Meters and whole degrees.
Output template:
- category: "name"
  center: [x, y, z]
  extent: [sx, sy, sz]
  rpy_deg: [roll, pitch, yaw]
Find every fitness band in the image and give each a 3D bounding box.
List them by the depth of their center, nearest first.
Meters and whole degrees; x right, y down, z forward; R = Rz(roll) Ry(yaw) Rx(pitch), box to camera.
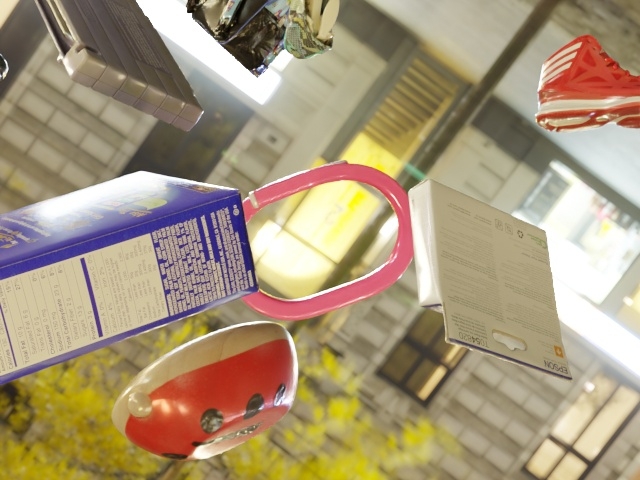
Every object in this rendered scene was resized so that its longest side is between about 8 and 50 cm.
- category: "fitness band"
  center: [0.000, 0.000, 1.612]
  extent: [0.054, 0.291, 0.209]
  rpy_deg: [-146, 37, -85]

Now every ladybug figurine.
- category: "ladybug figurine"
  center: [-0.188, 0.284, 1.982]
  extent: [0.162, 0.305, 0.449]
  rpy_deg: [53, -153, 17]

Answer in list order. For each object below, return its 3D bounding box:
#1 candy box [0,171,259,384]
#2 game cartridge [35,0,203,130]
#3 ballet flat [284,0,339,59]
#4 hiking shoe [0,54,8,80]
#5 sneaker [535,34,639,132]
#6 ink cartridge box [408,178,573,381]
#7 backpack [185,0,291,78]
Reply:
- category: "candy box"
  center: [-0.267, 0.031, 1.144]
  extent: [0.317, 0.122, 0.268]
  rpy_deg: [-18, -164, -27]
- category: "game cartridge"
  center: [-0.332, -0.316, 1.709]
  extent: [0.230, 0.068, 0.355]
  rpy_deg: [28, -158, -44]
- category: "ballet flat"
  center: [0.000, -0.311, 1.318]
  extent: [0.070, 0.188, 0.070]
  rpy_deg: [4, 180, 0]
- category: "hiking shoe"
  center: [-0.624, -0.402, 1.901]
  extent: [0.304, 0.132, 0.113]
  rpy_deg: [48, 148, 11]
- category: "sneaker"
  center: [0.392, -0.215, 1.426]
  extent: [0.221, 0.128, 0.087]
  rpy_deg: [-1, 163, 14]
- category: "ink cartridge box"
  center: [0.208, 0.057, 1.353]
  extent: [0.223, 0.045, 0.224]
  rpy_deg: [21, -129, -34]
- category: "backpack"
  center: [-0.085, -0.342, 1.565]
  extent: [0.117, 0.173, 0.158]
  rpy_deg: [39, -175, -39]
